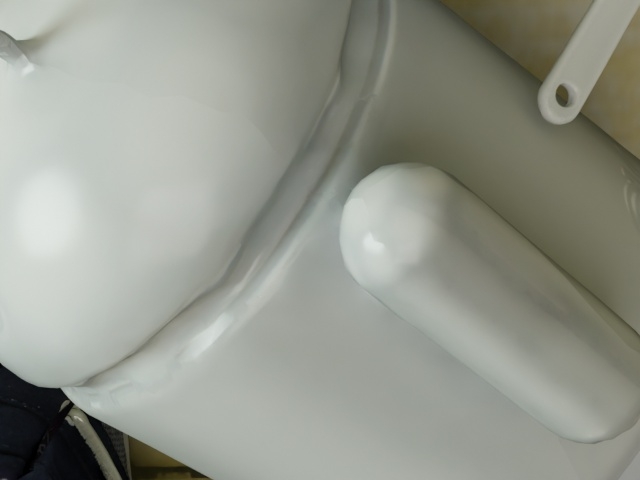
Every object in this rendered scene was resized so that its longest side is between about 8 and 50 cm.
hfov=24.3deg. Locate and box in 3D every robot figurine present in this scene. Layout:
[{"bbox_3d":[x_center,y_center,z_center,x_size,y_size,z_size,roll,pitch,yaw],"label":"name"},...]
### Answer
[{"bbox_3d":[0.000,0.000,0.573,0.353,0.300,0.200,33,81,-28],"label":"robot figurine"}]

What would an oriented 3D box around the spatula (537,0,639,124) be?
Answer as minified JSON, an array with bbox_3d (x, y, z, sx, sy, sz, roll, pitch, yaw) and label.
[{"bbox_3d":[0.181,-0.108,0.567,0.168,0.019,0.242,37,76,-20],"label":"spatula"}]

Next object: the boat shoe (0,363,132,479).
[{"bbox_3d":[-0.146,0.205,0.755,0.127,0.158,0.341,-3,118,5],"label":"boat shoe"}]
